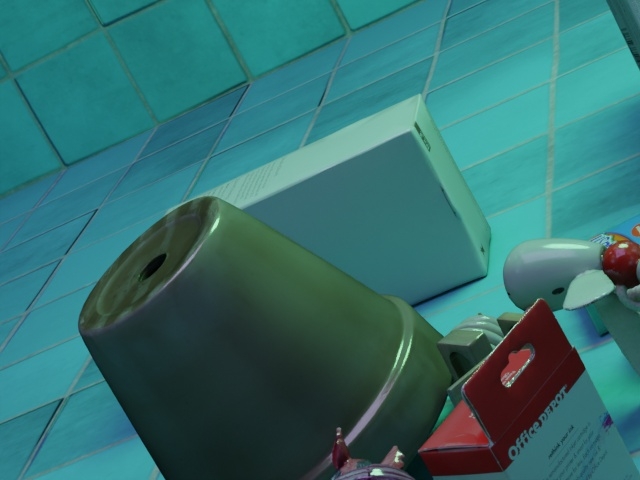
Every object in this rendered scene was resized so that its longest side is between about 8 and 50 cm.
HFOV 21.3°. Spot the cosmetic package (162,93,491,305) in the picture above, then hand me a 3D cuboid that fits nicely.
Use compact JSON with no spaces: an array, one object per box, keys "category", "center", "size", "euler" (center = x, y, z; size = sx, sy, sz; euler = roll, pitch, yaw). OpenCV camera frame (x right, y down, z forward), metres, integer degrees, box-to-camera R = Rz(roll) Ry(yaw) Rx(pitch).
[{"category":"cosmetic package","center":[0.000,0.000,2.141],"size":[0.385,0.217,0.156],"euler":[-23,18,14]}]

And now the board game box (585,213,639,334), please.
[{"category":"board game box","center":[0.368,0.010,1.804],"size":[0.210,0.047,0.160],"euler":[-27,17,7]}]

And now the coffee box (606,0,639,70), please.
[{"category":"coffee box","center":[0.512,-0.364,2.071],"size":[0.334,0.337,0.338],"euler":[-26,4,8]}]

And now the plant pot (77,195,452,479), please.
[{"category":"plant pot","center":[-0.076,0.115,1.684],"size":[0.323,0.280,0.323],"euler":[-36,20,16]}]

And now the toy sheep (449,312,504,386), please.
[{"category":"toy sheep","center":[0.159,0.126,1.741],"size":[0.091,0.091,0.132],"euler":[-19,33,30]}]

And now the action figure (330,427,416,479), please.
[{"category":"action figure","center":[0.029,0.267,1.159],"size":[0.248,0.275,0.370],"euler":[-11,48,2]}]

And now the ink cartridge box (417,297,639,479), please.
[{"category":"ink cartridge box","center":[0.165,0.175,1.316],"size":[0.078,0.231,0.134],"euler":[-12,23,45]}]

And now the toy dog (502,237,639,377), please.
[{"category":"toy dog","center":[0.319,0.073,1.514],"size":[0.334,0.220,0.161],"euler":[-18,50,53]}]

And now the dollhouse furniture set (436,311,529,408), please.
[{"category":"dollhouse furniture set","center":[0.145,0.155,1.562],"size":[0.123,0.144,0.151],"euler":[-37,20,-28]}]
